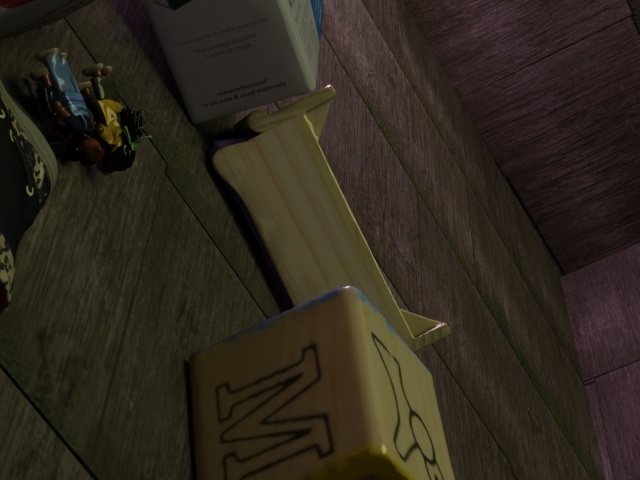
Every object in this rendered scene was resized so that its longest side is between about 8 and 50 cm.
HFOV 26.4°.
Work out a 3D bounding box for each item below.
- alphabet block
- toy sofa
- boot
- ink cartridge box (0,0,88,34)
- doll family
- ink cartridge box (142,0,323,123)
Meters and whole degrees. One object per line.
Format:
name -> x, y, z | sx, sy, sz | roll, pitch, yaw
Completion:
alphabet block -> 0.004, 0.196, 1.304 | 0.192, 0.193, 0.197 | 48, 23, -41
toy sofa -> 0.000, 0.000, 1.719 | 0.362, 0.177, 0.150 | 63, -8, -5
boot -> -0.284, -0.070, 0.990 | 0.236, 0.085, 0.178 | 54, 22, -33
ink cartridge box -> -0.235, -0.272, 1.183 | 0.131, 0.226, 0.306 | 63, 17, -7
doll family -> -0.218, -0.112, 1.289 | 0.193, 0.076, 0.111 | 1, 69, -67
ink cartridge box -> -0.135, -0.388, 1.658 | 0.285, 0.166, 0.395 | -85, 158, -60
